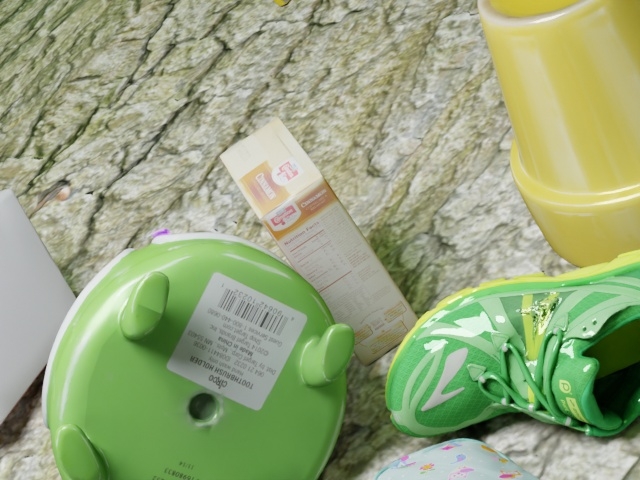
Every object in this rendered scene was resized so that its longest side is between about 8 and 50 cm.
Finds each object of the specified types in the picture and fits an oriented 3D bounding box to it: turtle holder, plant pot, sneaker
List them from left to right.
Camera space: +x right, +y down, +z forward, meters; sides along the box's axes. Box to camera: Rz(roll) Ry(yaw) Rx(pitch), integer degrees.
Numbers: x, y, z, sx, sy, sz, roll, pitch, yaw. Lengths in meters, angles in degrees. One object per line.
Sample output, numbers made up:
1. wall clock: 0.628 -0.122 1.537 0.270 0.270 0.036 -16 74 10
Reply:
1. turtle holder: -0.111 0.149 1.446 0.243 0.320 0.227 -4 11 -15
2. sneaker: 0.178 0.089 1.331 0.296 0.109 0.123 -21 29 21
3. plant pot: 0.254 -0.140 1.455 0.254 0.239 0.254 -24 33 17

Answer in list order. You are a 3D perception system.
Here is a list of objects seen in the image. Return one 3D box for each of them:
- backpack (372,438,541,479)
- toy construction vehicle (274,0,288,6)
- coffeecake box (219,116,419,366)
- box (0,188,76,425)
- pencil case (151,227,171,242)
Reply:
1. backpack: 0.107 0.213 1.183 0.152 0.115 0.182 -10 16 -17
2. toy construction vehicle: -0.013 -0.335 2.192 0.086 0.035 0.098 -17 30 46
3. coffeecake box: 0.000 0.000 1.551 0.068 0.185 0.142 -34 30 0
4. box: -0.461 0.106 1.829 0.345 0.168 0.215 -17 23 28
5. pencil case: -0.160 0.082 1.687 0.086 0.088 0.206 -16 36 32
